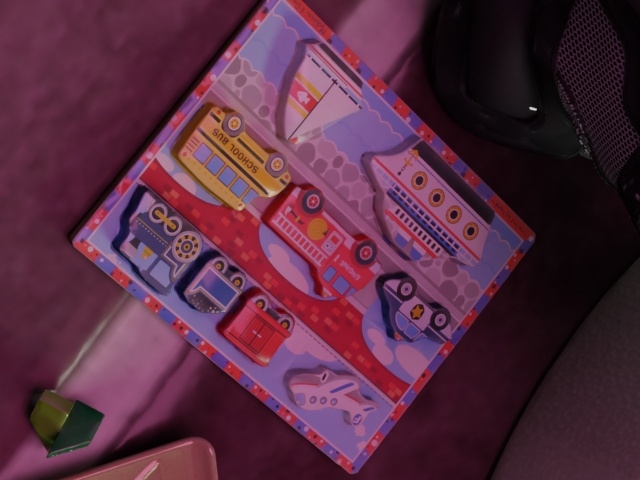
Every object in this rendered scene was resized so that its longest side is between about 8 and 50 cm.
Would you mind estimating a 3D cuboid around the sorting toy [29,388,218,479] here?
[{"bbox_3d":[-0.060,0.077,0.582,0.062,0.012,0.083,-14,115,-20],"label":"sorting toy"}]

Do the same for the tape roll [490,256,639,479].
[{"bbox_3d":[0.223,0.143,0.727,0.392,0.072,0.392,-9,109,-26],"label":"tape roll"}]

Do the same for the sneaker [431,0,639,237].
[{"bbox_3d":[0.117,-0.013,0.565,0.101,0.153,0.268,-20,102,-23],"label":"sneaker"}]

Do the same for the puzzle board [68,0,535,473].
[{"bbox_3d":[0.000,0.000,0.593,0.128,0.011,0.096,42,83,-32],"label":"puzzle board"}]
